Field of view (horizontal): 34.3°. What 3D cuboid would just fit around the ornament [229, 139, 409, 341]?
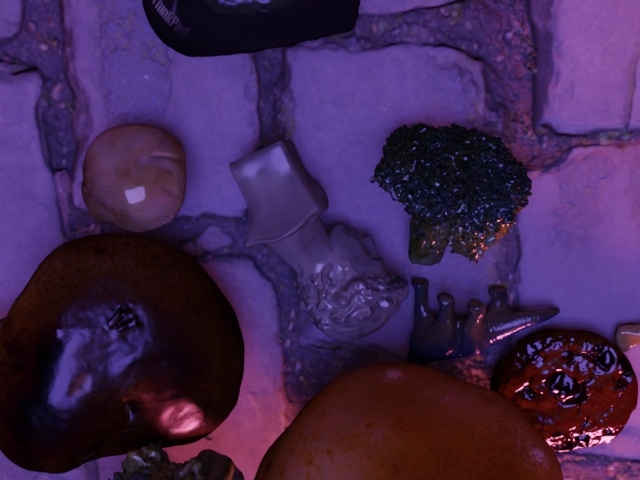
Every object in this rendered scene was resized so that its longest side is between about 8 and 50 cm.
[{"bbox_3d":[-0.014,0.005,1.305,0.130,0.120,0.285,-38,100,17],"label":"ornament"}]

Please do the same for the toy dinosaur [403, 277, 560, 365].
[{"bbox_3d":[0.187,0.147,1.377,0.248,0.075,0.188,2,118,-2],"label":"toy dinosaur"}]

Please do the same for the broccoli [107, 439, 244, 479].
[{"bbox_3d":[-0.196,0.383,1.282,0.235,0.259,0.288,16,137,-30],"label":"broccoli"}]

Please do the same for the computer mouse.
[{"bbox_3d":[-0.089,-0.307,1.219,0.269,0.100,0.170,-10,109,8],"label":"computer mouse"}]

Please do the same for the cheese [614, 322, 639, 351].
[{"bbox_3d":[0.427,0.129,1.355,0.083,0.030,0.044,-1,105,16],"label":"cheese"}]

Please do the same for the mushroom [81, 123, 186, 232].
[{"bbox_3d":[-0.232,-0.077,1.298,0.148,0.112,0.148,-2,72,5],"label":"mushroom"}]

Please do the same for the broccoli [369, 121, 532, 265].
[{"bbox_3d":[0.154,-0.044,1.280,0.220,0.194,0.194,-5,109,-18],"label":"broccoli"}]

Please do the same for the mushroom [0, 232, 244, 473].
[{"bbox_3d":[-0.277,0.136,1.336,0.346,0.259,0.345,-12,121,-21],"label":"mushroom"}]

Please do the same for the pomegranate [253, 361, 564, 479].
[{"bbox_3d":[0.112,0.349,1.288,0.417,0.416,0.416,1,108,4],"label":"pomegranate"}]

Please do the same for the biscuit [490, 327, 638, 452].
[{"bbox_3d":[0.322,0.201,1.376,0.192,0.049,0.192,4,113,10],"label":"biscuit"}]
